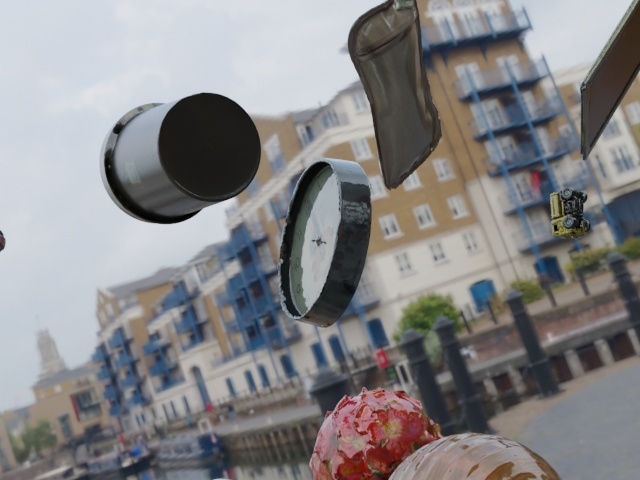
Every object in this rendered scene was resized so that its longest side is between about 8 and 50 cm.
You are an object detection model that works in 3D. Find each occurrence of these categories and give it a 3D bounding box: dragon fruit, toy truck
[{"bbox_3d":[0.080,0.357,1.422,0.205,0.210,0.268,-13,-49,-34],"label":"dragon fruit"},{"bbox_3d":[0.412,-0.042,1.470,0.049,0.083,0.054,10,-18,-39],"label":"toy truck"}]

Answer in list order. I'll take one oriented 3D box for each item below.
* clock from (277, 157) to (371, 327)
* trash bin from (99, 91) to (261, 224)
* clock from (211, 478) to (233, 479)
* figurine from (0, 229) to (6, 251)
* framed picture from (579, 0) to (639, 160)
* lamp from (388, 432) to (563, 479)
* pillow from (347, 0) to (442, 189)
[{"bbox_3d":[0.001,0.001,1.594,0.061,0.312,0.312,11,-19,-21],"label":"clock"},{"bbox_3d":[-0.250,-0.139,1.502,0.214,0.214,0.334,-16,3,-31],"label":"trash bin"},{"bbox_3d":[-0.115,0.392,1.239,0.148,0.060,0.188,16,-39,13],"label":"clock"},{"bbox_3d":[-0.486,-0.026,1.223,0.072,0.129,0.054,-28,4,45],"label":"figurine"},{"bbox_3d":[0.425,-0.259,1.235,0.252,0.014,0.197,-56,-26,-12],"label":"framed picture"},{"bbox_3d":[0.099,0.190,0.557,0.136,0.136,0.136,-20,-7,-3],"label":"lamp"},{"bbox_3d":[0.095,-0.181,1.070,0.038,0.232,0.131,16,46,38],"label":"pillow"}]
